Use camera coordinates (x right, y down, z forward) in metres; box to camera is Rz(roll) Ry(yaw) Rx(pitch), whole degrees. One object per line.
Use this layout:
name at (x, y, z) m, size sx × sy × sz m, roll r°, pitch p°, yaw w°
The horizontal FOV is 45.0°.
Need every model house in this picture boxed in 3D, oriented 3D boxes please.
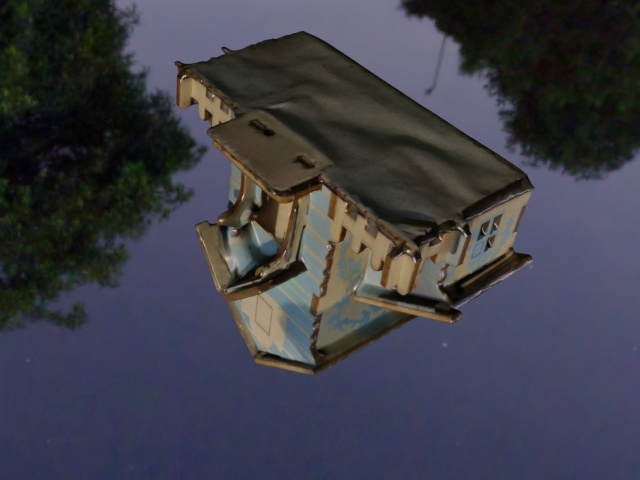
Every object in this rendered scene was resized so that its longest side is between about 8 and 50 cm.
model house at (0.000, 0.000, 0.577) m, size 0.178 × 0.206 × 0.271 m, roll -28°, pitch -126°, yaw -34°
